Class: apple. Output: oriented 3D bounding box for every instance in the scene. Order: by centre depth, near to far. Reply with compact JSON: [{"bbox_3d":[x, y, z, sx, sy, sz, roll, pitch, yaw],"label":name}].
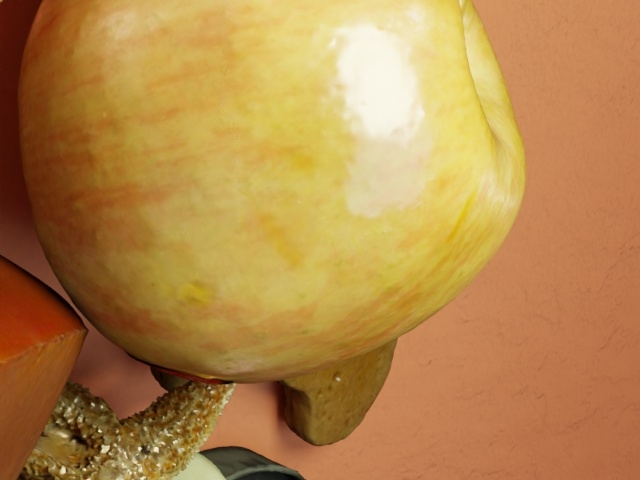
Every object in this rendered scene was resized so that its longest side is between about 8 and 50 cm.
[{"bbox_3d":[-0.033,-0.087,1.391,0.391,0.346,0.392,-9,90,-74],"label":"apple"}]

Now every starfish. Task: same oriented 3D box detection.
[{"bbox_3d":[-0.197,0.160,1.511,0.084,0.293,0.302,128,-31,-60],"label":"starfish"}]

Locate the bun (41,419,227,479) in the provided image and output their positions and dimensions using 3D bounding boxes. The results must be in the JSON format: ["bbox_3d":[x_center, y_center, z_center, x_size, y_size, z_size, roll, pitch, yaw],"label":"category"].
[{"bbox_3d":[-0.197,0.295,1.598,0.283,0.283,0.179,-38,175,-31],"label":"bun"}]

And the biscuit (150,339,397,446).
[{"bbox_3d":[0.000,0.000,1.783,0.368,0.076,0.394,-62,148,-1],"label":"biscuit"}]

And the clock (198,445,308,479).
[{"bbox_3d":[-0.123,0.356,1.861,0.325,0.067,0.325,-30,133,-38],"label":"clock"}]

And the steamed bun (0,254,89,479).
[{"bbox_3d":[-0.330,0.095,1.254,0.235,0.248,0.379,-63,175,8],"label":"steamed bun"}]
